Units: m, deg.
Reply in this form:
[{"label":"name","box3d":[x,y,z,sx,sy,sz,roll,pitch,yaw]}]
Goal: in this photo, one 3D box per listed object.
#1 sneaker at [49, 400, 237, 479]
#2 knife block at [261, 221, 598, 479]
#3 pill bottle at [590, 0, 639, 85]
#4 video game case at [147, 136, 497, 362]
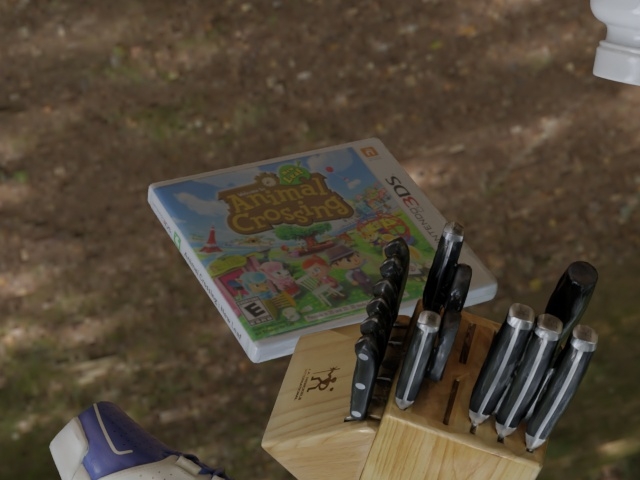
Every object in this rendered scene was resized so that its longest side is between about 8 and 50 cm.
[{"label":"sneaker","box3d":[-0.036,0.220,1.121,0.182,0.315,0.127,-43,159,-3]},{"label":"knife block","box3d":[0.102,0.110,0.915,0.242,0.088,0.275,-13,133,38]},{"label":"pill bottle","box3d":[0.315,-0.251,1.389,0.124,0.221,0.124,9,-169,-2]},{"label":"video game case","box3d":[0.000,0.000,1.191,0.212,0.193,0.023,-13,136,-26]}]
